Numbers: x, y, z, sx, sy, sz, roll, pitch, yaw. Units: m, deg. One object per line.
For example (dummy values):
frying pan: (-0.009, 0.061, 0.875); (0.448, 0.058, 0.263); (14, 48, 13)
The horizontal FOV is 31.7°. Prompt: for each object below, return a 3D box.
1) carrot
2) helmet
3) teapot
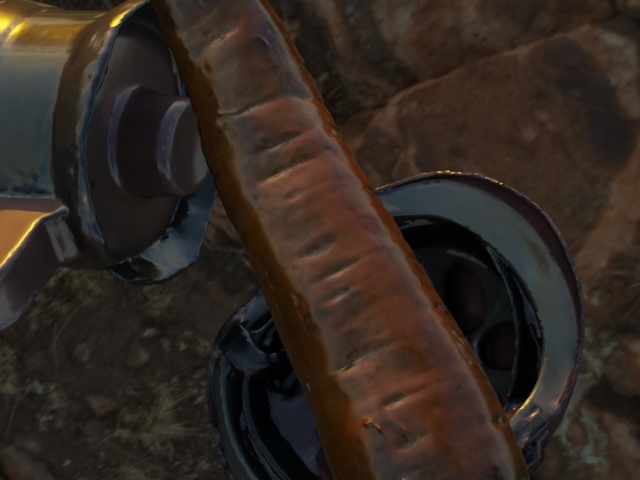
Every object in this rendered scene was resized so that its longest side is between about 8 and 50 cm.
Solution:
carrot: (0.000, 0.000, 0.363); (0.059, 0.059, 0.248); (-20, 76, -26)
helmet: (0.080, 0.113, 0.958); (0.338, 0.197, 0.271); (-44, 64, 6)
teapot: (-0.280, -0.067, 0.927); (0.361, 0.306, 0.376); (3, 40, 22)
